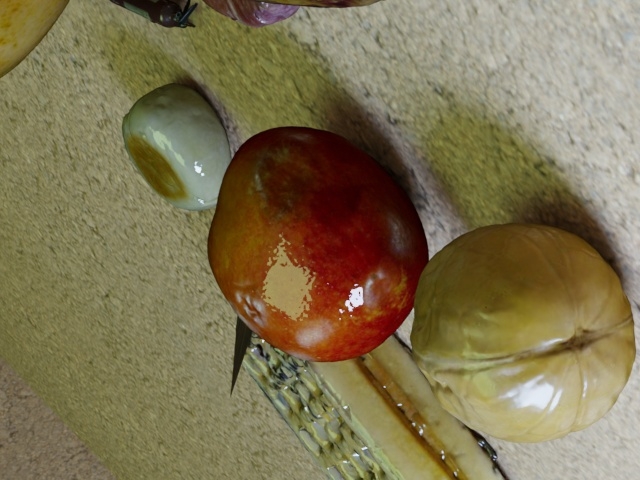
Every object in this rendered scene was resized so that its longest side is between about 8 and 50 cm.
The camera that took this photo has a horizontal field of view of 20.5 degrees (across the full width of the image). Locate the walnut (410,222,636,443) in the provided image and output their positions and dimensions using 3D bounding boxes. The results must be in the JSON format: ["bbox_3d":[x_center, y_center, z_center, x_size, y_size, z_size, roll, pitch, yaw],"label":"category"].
[{"bbox_3d":[0.172,0.080,1.532,0.193,0.193,0.225,55,162,-4],"label":"walnut"}]

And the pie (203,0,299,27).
[{"bbox_3d":[-0.097,-0.299,1.676,0.219,0.054,0.204,58,158,-11],"label":"pie"}]

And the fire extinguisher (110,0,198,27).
[{"bbox_3d":[-0.183,-0.254,1.959,0.173,0.035,0.049,30,145,52],"label":"fire extinguisher"}]

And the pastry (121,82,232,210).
[{"bbox_3d":[-0.162,-0.108,2.060,0.156,0.092,0.156,46,161,21],"label":"pastry"}]

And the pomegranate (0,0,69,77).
[{"bbox_3d":[-0.436,-0.351,1.897,0.416,0.416,0.417,44,157,24],"label":"pomegranate"}]

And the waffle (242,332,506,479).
[{"bbox_3d":[0.060,0.216,2.071,0.376,0.114,0.261,51,161,6],"label":"waffle"}]

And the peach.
[{"bbox_3d":[0.000,0.000,1.737,0.243,0.199,0.243,34,136,41],"label":"peach"}]

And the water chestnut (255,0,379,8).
[{"bbox_3d":[-0.054,-0.303,1.236,0.350,0.302,0.350,48,158,27],"label":"water chestnut"}]

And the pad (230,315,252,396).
[{"bbox_3d":[-0.090,0.083,2.097,0.188,0.006,0.113,-88,15,-51],"label":"pad"}]
